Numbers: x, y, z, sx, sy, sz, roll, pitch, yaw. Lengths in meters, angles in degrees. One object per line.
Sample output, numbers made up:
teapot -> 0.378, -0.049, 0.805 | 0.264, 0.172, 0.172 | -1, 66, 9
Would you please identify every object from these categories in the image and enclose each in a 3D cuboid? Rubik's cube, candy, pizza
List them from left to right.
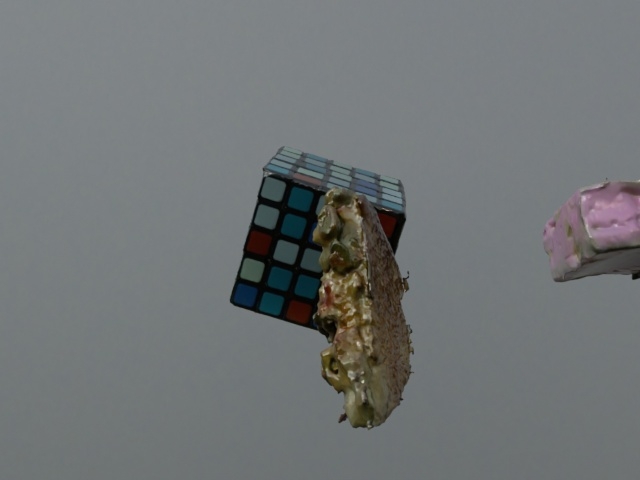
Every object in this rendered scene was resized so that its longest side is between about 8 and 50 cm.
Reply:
Rubik's cube -> 0.000, 0.000, 1.152 | 0.187, 0.184, 0.182 | 17, -74, 1
pizza -> 0.033, 0.069, 0.783 | 0.069, 0.226, 0.147 | -12, -26, 17
candy -> 0.435, -0.009, 1.328 | 0.155, 0.116, 0.265 | -3, -11, 2
